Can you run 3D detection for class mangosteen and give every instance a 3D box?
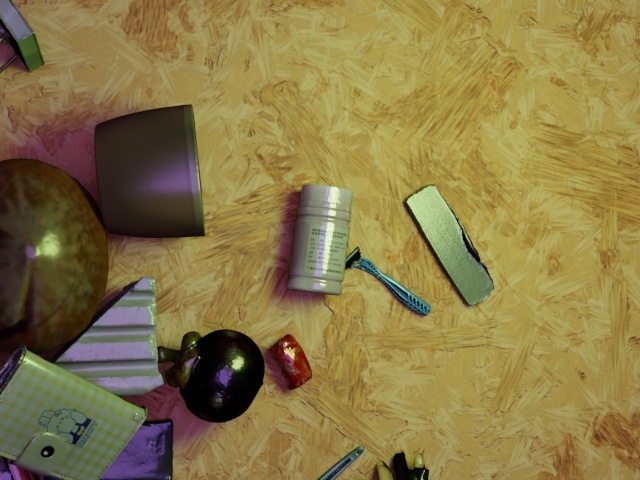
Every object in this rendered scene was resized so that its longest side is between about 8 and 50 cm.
[{"bbox_3d":[-0.250,0.287,1.873,0.250,0.211,0.211,24,82,0],"label":"mangosteen"}]

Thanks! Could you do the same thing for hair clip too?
[{"bbox_3d":[0.015,0.567,1.996,0.229,0.070,0.039,-42,93,-19],"label":"hair clip"}]

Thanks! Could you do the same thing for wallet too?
[{"bbox_3d":[-0.474,0.482,1.894,0.286,0.030,0.146,0,90,-14],"label":"wallet"},{"bbox_3d":[-0.534,0.368,1.701,0.309,0.077,0.223,39,81,-33],"label":"wallet"}]

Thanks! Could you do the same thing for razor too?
[{"bbox_3d":[0.168,0.105,2.057,0.253,0.042,0.082,35,122,-10],"label":"razor"}]

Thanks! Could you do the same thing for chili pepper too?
[{"bbox_3d":[-0.069,0.283,1.980,0.073,0.070,0.123,-28,96,4],"label":"chili pepper"}]

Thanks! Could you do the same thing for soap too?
[{"bbox_3d":[-0.504,0.207,1.835,0.302,0.159,0.257,-1,91,-15],"label":"soap"}]

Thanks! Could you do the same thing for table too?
[{"bbox_3d":[-0.676,-0.429,1.787,0.111,0.240,0.121,-34,94,-13],"label":"table"}]

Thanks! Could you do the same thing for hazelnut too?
[{"bbox_3d":[-0.621,0.033,1.739,0.359,0.359,0.409,-7,81,-13],"label":"hazelnut"}]

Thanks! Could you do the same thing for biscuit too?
[{"bbox_3d":[0.326,0.012,2.100,0.099,0.038,0.322,-33,95,-9],"label":"biscuit"}]

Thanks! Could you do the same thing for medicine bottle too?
[{"bbox_3d":[0.000,0.000,1.977,0.133,0.133,0.249,7,85,-13],"label":"medicine bottle"}]

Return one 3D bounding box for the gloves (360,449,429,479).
[{"bbox_3d":[0.168,0.641,1.987,0.197,0.152,0.301,38,63,-36],"label":"gloves"}]

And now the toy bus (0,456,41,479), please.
[{"bbox_3d":[-0.730,0.437,1.752,0.233,0.203,0.426,-21,93,-18],"label":"toy bus"}]

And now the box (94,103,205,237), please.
[{"bbox_3d":[-0.367,-0.139,1.833,0.216,0.301,0.300,-8,89,-7],"label":"box"}]
